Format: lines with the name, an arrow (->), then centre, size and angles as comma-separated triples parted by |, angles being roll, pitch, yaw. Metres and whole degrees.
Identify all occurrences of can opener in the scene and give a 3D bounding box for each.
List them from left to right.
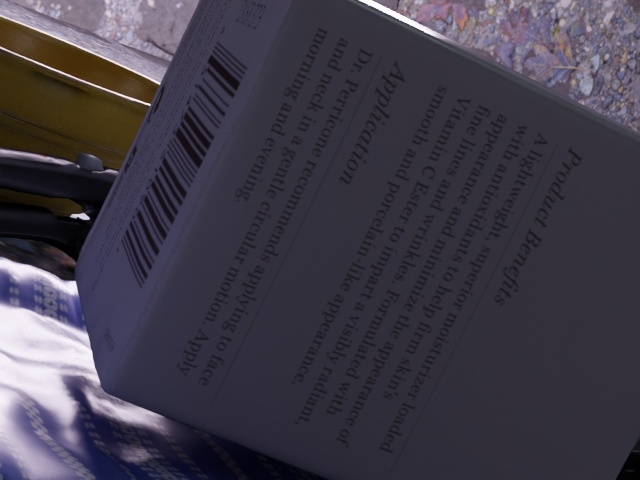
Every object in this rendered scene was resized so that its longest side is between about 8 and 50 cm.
can opener -> -0.140, -0.020, 0.812 | 0.186, 0.059, 0.073 | 16, -8, -37

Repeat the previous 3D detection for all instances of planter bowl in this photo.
planter bowl -> -0.175, -0.071, 0.955 | 0.217, 0.090, 0.217 | 22, 8, -3

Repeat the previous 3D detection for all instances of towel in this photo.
towel -> -0.069, 0.054, 0.592 | 0.336, 0.040, 0.243 | 20, 9, -27

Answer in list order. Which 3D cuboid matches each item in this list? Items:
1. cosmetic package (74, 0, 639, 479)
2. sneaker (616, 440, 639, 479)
cosmetic package -> 0.026, 0.000, 0.603 | 0.184, 0.151, 0.151 | 25, 8, -17
sneaker -> 0.191, 0.124, 0.709 | 0.235, 0.084, 0.097 | 23, 6, -3
